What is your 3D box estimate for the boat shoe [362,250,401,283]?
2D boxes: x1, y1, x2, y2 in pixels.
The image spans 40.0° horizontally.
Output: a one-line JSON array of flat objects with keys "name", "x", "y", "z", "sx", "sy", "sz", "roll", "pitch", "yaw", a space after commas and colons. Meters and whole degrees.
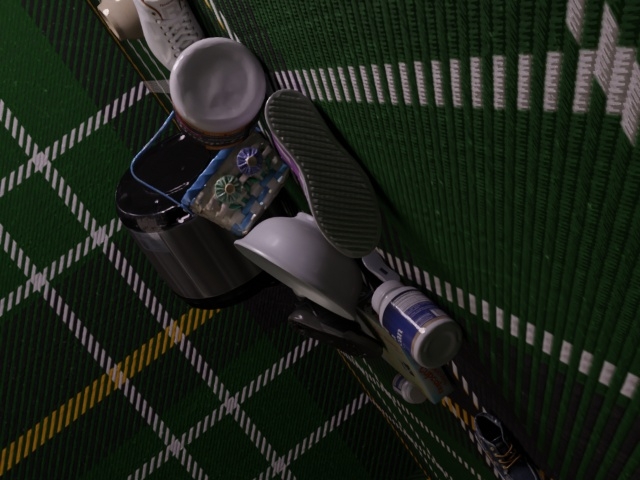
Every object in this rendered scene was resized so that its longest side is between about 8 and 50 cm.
[{"name": "boat shoe", "x": 0.115, "y": 0.057, "z": 1.650, "sx": 0.100, "sy": 0.035, "sz": 0.035, "roll": 41, "pitch": 164, "yaw": 30}]

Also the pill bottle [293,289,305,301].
[{"name": "pill bottle", "x": -0.021, "y": 0.134, "z": 2.503, "sx": 0.108, "sy": 0.108, "sz": 0.180, "roll": 45, "pitch": 169, "yaw": 45}]

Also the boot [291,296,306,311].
[{"name": "boot", "x": -0.009, "y": 0.122, "z": 2.180, "sx": 0.246, "sy": 0.161, "sz": 0.083, "roll": 54, "pitch": 172, "yaw": -9}]

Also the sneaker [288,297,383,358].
[{"name": "sneaker", "x": 0.053, "y": 0.179, "z": 1.984, "sx": 0.227, "sy": 0.130, "sz": 0.087, "roll": 21, "pitch": 149, "yaw": 23}]

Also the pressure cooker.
[{"name": "pressure cooker", "x": -0.274, "y": -0.032, "z": 2.222, "sx": 0.420, "sy": 0.375, "sz": 0.370, "roll": 61, "pitch": 177, "yaw": -36}]

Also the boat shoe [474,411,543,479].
[{"name": "boat shoe", "x": 0.356, "y": 0.413, "z": 1.684, "sx": 0.183, "sy": 0.065, "sz": 0.083, "roll": 49, "pitch": 172, "yaw": 36}]

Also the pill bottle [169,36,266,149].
[{"name": "pill bottle", "x": -0.183, "y": -0.249, "z": 1.570, "sx": 0.162, "sy": 0.162, "sz": 0.278, "roll": 53, "pitch": 172, "yaw": -1}]

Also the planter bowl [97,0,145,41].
[{"name": "planter bowl", "x": -0.457, "y": -0.541, "z": 2.080, "sx": 0.162, "sy": 0.109, "sz": 0.162, "roll": 52, "pitch": 172, "yaw": 11}]

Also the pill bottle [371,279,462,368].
[{"name": "pill bottle", "x": 0.160, "y": 0.138, "z": 1.513, "sx": 0.169, "sy": 0.094, "sz": 0.094, "roll": 44, "pitch": 168, "yaw": 51}]

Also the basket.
[{"name": "basket", "x": -0.222, "y": -0.166, "z": 1.880, "sx": 0.289, "sy": 0.255, "sz": 0.201, "roll": 34, "pitch": 172, "yaw": 2}]

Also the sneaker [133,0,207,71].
[{"name": "sneaker", "x": -0.289, "y": -0.416, "z": 1.657, "sx": 0.290, "sy": 0.106, "sz": 0.123, "roll": 59, "pitch": 173, "yaw": -28}]

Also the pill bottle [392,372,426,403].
[{"name": "pill bottle", "x": 0.232, "y": 0.378, "z": 2.248, "sx": 0.067, "sy": 0.067, "sz": 0.120, "roll": 54, "pitch": 172, "yaw": -10}]

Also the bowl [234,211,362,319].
[{"name": "bowl", "x": -0.022, "y": 0.034, "z": 1.831, "sx": 0.298, "sy": 0.134, "sz": 0.298, "roll": 31, "pitch": 171, "yaw": 5}]

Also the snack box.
[{"name": "snack box", "x": 0.164, "y": 0.220, "z": 1.962, "sx": 0.187, "sy": 0.060, "sz": 0.322, "roll": 58, "pitch": 171, "yaw": -23}]

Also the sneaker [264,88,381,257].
[{"name": "sneaker", "x": 0.006, "y": -0.103, "z": 1.386, "sx": 0.282, "sy": 0.102, "sz": 0.161, "roll": 64, "pitch": 176, "yaw": 0}]

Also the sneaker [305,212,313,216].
[{"name": "sneaker", "x": 0.000, "y": 0.000, "z": 2.028, "sx": 0.076, "sy": 0.065, "sz": 0.166, "roll": -110, "pitch": -6, "yaw": -54}]

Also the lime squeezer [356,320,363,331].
[{"name": "lime squeezer", "x": 0.138, "y": 0.236, "z": 2.288, "sx": 0.110, "sy": 0.059, "sz": 0.310, "roll": 22, "pitch": -170, "yaw": -34}]
